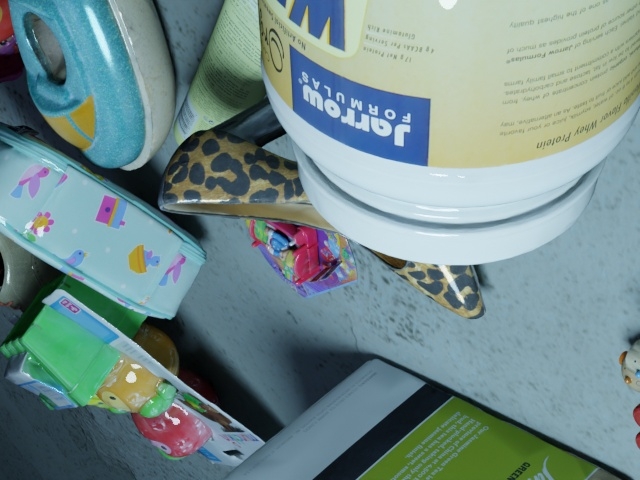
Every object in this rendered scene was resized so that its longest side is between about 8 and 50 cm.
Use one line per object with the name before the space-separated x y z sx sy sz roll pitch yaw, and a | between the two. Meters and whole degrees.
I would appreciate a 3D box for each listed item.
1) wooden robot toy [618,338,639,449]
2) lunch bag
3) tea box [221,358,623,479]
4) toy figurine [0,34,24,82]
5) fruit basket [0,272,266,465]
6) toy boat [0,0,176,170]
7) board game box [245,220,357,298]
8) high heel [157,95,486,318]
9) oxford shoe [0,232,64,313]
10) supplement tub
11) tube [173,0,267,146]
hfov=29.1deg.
wooden robot toy | 0.237 0.098 0.883 0.079 0.076 0.173 35 147 50
lunch bag | -0.275 -0.031 1.341 0.279 0.108 0.224 35 175 -33
tea box | 0.117 0.342 1.159 0.323 0.220 0.329 24 140 44
toy figurine | -0.391 -0.256 1.423 0.173 0.130 0.159 -15 124 34
fruit basket | -0.231 0.194 1.555 0.353 0.165 0.327 44 158 -12
toy boat | -0.281 -0.193 1.252 0.318 0.148 0.268 25 140 42
board game box | -0.036 0.002 1.217 0.133 0.033 0.168 57 151 -6
high heel | 0.000 0.000 1.001 0.261 0.186 0.093 49 151 9
oxford shoe | -0.390 0.069 1.711 0.123 0.130 0.348 -3 118 57
supplement tub | 0.076 -0.162 0.675 0.228 0.228 0.316 35 146 31
tube | -0.069 -0.155 1.083 0.070 0.062 0.240 13 148 -15
